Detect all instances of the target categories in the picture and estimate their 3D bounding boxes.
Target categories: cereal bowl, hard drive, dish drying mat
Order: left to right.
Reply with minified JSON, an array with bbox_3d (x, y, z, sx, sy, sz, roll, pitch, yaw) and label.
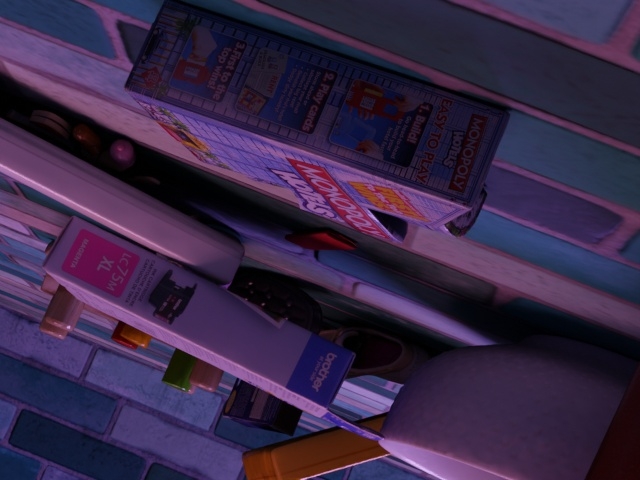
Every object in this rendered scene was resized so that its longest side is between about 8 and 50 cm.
[{"bbox_3d":[-0.229,-0.057,1.164,0.308,0.040,0.203,28,177,-22],"label":"hard drive"},{"bbox_3d":[0.000,0.000,1.158,0.032,0.008,0.083,26,167,-23],"label":"dish drying mat"},{"bbox_3d":[0.231,0.177,1.200,0.339,0.141,0.339,22,168,5],"label":"cereal bowl"}]

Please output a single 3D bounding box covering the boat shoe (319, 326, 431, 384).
[{"bbox_3d":[0.038,0.119,1.508,0.170,0.063,0.059,2,156,35],"label":"boat shoe"}]

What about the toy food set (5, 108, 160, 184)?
[{"bbox_3d":[-0.188,-0.081,1.110,0.122,0.019,0.078,30,166,-33],"label":"toy food set"}]

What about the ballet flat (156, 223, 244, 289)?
[{"bbox_3d":[-0.130,0.033,1.373,0.077,0.079,0.221,27,168,-13],"label":"ballet flat"}]

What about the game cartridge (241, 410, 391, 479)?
[{"bbox_3d":[0.066,0.221,1.537,0.285,0.052,0.324,-14,174,-10],"label":"game cartridge"}]

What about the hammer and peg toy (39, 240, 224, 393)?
[{"bbox_3d":[-0.240,0.097,1.740,0.266,0.127,0.361,24,168,-10],"label":"hammer and peg toy"}]

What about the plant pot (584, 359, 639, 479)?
[{"bbox_3d":[0.283,0.203,0.914,0.272,0.265,0.272,22,169,5],"label":"plant pot"}]

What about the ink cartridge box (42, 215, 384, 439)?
[{"bbox_3d":[-0.079,0.083,1.195,0.311,0.065,0.186,28,171,3],"label":"ink cartridge box"}]

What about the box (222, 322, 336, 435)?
[{"bbox_3d":[-0.055,0.166,1.691,0.037,0.136,0.225,26,168,-17],"label":"box"}]

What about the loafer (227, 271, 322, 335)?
[{"bbox_3d":[-0.070,0.072,1.471,0.078,0.076,0.223,14,175,-42],"label":"loafer"}]

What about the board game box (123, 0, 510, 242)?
[{"bbox_3d":[0.020,-0.048,0.776,0.194,0.060,0.194,17,167,26],"label":"board game box"}]
